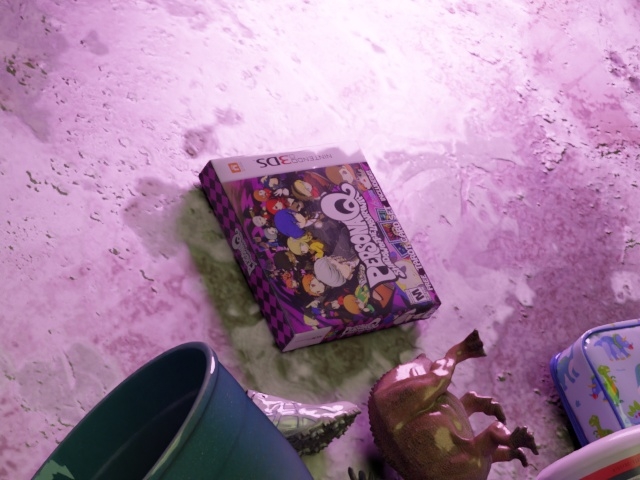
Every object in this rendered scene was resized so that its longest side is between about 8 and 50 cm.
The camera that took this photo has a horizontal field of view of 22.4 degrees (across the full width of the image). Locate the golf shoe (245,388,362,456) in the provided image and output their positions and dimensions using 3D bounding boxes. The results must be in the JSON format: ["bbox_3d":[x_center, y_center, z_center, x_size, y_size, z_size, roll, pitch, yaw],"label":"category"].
[{"bbox_3d":[-0.039,0.178,1.632,0.176,0.069,0.086,-12,59,-39],"label":"golf shoe"}]

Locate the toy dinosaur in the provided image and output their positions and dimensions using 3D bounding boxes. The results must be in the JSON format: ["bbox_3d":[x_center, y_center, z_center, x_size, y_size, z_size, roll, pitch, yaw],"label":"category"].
[{"bbox_3d":[0.103,0.210,1.669,0.200,0.127,0.295,-20,46,-3],"label":"toy dinosaur"}]

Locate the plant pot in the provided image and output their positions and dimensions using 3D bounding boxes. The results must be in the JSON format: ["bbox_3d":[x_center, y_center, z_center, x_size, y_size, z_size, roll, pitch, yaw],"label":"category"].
[{"bbox_3d":[-0.102,0.271,1.396,0.255,0.272,0.271,44,44,-16],"label":"plant pot"}]

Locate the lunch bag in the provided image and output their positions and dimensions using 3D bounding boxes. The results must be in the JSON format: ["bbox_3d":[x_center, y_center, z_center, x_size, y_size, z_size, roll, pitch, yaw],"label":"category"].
[{"bbox_3d":[0.383,0.176,1.884,0.219,0.090,0.176,-7,63,-36],"label":"lunch bag"}]

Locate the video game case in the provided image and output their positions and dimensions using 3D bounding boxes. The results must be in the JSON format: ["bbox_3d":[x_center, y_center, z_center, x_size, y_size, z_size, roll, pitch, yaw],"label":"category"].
[{"bbox_3d":[0.000,0.000,1.804,0.210,0.042,0.232,-10,63,-36],"label":"video game case"}]

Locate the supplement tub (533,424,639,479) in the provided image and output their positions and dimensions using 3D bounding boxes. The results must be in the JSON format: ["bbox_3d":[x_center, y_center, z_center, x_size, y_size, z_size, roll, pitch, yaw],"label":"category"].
[{"bbox_3d":[0.346,0.340,1.660,0.191,0.191,0.272,-6,64,-36],"label":"supplement tub"}]
